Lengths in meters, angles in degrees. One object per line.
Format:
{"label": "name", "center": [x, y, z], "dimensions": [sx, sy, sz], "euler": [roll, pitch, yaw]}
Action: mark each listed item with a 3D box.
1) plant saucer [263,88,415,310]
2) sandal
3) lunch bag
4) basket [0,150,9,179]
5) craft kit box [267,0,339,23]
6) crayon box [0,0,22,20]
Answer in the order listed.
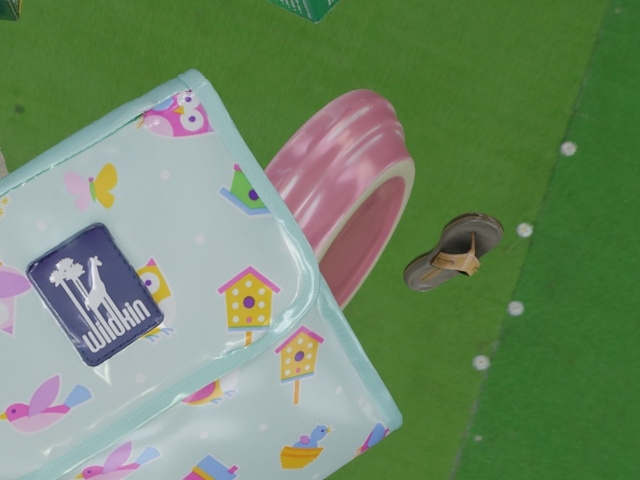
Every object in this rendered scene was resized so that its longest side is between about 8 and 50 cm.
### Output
{"label": "plant saucer", "center": [0.000, 0.000, 1.066], "dimensions": [0.084, 0.332, 0.332], "euler": [34, 76, 16]}
{"label": "sandal", "center": [0.201, 0.031, 1.504], "dimensions": [0.090, 0.219, 0.060], "euler": [21, 50, -26]}
{"label": "lunch bag", "center": [-0.103, 0.057, 0.562], "dimensions": [0.223, 0.160, 0.262], "euler": [-32, 131, -7]}
{"label": "basket", "center": [-0.628, -0.124, 1.321], "dimensions": [0.331, 0.328, 0.266], "euler": [-29, 49, -6]}
{"label": "craft kit box", "center": [-0.106, -0.303, 0.735], "dimensions": [0.246, 0.250, 0.061], "euler": [35, 73, 32]}
{"label": "crayon box", "center": [-0.511, -0.473, 1.201], "dimensions": [0.313, 0.106, 0.363], "euler": [6, 84, -8]}
